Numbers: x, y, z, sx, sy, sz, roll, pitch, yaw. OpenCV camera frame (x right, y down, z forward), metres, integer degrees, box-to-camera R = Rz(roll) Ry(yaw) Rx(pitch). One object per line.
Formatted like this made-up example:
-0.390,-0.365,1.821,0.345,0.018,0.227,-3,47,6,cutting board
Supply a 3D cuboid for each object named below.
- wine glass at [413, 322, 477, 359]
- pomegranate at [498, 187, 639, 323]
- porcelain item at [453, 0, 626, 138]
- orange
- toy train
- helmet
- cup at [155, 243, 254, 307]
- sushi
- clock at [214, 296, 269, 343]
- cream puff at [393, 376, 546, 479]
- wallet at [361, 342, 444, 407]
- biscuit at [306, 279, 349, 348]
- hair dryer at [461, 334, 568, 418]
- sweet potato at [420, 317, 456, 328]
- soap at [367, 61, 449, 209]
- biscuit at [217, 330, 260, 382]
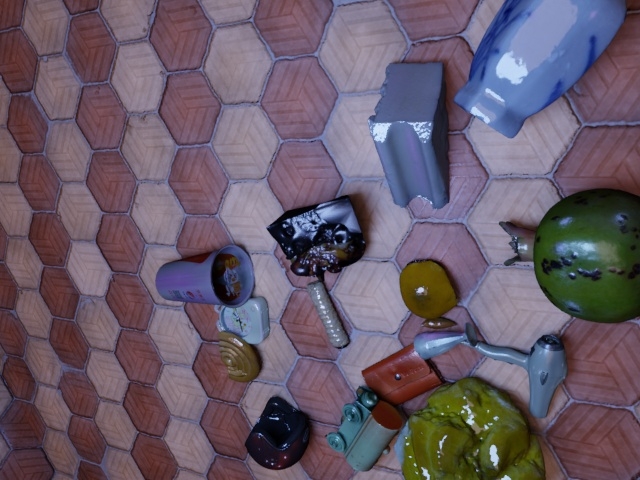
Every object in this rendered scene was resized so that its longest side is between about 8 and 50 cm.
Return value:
0.335,0.268,1.154,0.155,0.073,0.073,-29,89,35,wine glass
0.550,0.029,0.917,0.323,0.291,0.291,6,104,22,pomegranate
0.455,-0.424,0.877,0.178,0.242,0.405,29,115,-12,porcelain item
0.279,0.135,1.149,0.170,0.112,0.160,29,112,27,orange
0.131,0.563,1.267,0.177,0.116,0.285,34,125,20,toy train
-0.137,0.628,1.379,0.216,0.189,0.193,-16,104,21,helmet
-0.384,0.122,1.388,0.288,0.203,0.203,-8,98,30,cup
0.001,0.000,1.196,0.227,0.215,0.212,-20,98,4,sushi
-0.265,0.256,1.422,0.191,0.062,0.151,3,104,22,clock
0.379,0.571,1.105,0.378,0.275,0.378,4,101,21,cream puff
0.237,0.398,1.252,0.204,0.045,0.142,-36,86,25,wallet
0.021,0.227,1.300,0.061,0.055,0.219,-21,93,36,biscuit
0.507,0.354,1.128,0.267,0.092,0.229,-9,104,38,hair dryer
0.325,0.228,1.187,0.095,0.034,0.034,-2,101,12,sweet potato
0.248,-0.270,1.107,0.159,0.258,0.302,0,145,22,soap
-0.268,0.404,1.435,0.144,0.033,0.224,10,125,20,biscuit
